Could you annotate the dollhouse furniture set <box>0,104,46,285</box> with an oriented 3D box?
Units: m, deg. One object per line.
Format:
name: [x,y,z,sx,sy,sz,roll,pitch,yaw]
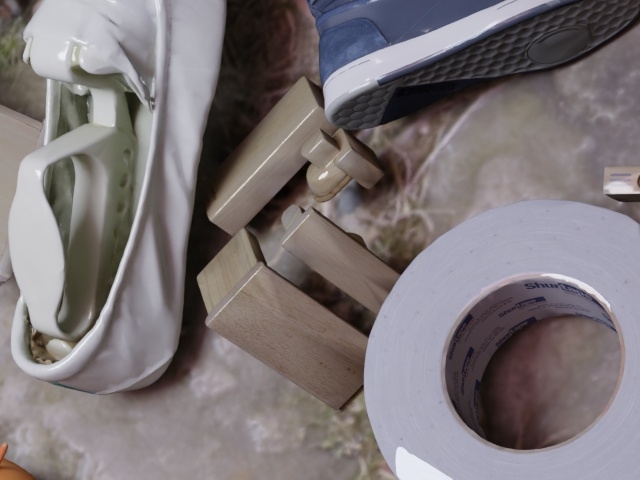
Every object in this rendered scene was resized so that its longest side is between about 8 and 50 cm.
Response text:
dollhouse furniture set: [-0.364,-0.068,1.435,0.303,0.198,0.286,-28,43,53]

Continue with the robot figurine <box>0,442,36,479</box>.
robot figurine: [-0.265,0.248,1.297,0.128,0.158,0.219,10,87,12]

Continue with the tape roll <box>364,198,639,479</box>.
tape roll: [0.140,0.087,1.112,0.219,0.072,0.219,-9,65,20]

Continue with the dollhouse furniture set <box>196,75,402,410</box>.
dollhouse furniture set: [0.000,0.000,1.253,0.144,0.123,0.151,-46,30,14]

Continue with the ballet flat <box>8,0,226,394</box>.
ballet flat: [-0.150,-0.083,1.240,0.139,0.139,0.400,11,100,29]

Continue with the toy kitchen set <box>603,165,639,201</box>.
toy kitchen set: [0.215,-0.070,1.127,0.075,0.068,0.083,0,82,28]

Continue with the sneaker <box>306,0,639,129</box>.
sneaker: [0.094,-0.185,1.201,0.226,0.086,0.163,-17,64,12]
